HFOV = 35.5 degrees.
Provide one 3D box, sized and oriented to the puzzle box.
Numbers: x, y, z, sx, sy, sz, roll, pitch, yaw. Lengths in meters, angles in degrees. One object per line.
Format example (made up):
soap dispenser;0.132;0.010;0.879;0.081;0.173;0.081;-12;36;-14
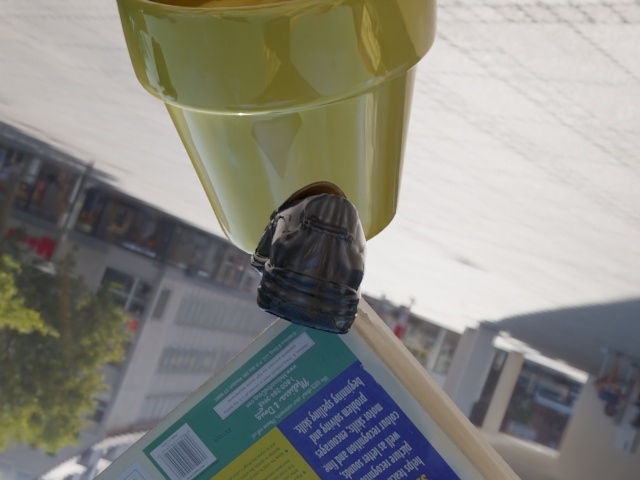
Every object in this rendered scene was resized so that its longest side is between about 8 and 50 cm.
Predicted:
puzzle box;-0.049;0.248;0.660;0.272;0.409;0.052;50;-162;2

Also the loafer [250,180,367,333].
loafer;0.000;0.000;0.523;0.062;0.061;0.170;16;-173;-9

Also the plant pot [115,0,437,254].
plant pot;-0.022;-0.126;0.835;0.253;0.239;0.254;-7;-148;4
